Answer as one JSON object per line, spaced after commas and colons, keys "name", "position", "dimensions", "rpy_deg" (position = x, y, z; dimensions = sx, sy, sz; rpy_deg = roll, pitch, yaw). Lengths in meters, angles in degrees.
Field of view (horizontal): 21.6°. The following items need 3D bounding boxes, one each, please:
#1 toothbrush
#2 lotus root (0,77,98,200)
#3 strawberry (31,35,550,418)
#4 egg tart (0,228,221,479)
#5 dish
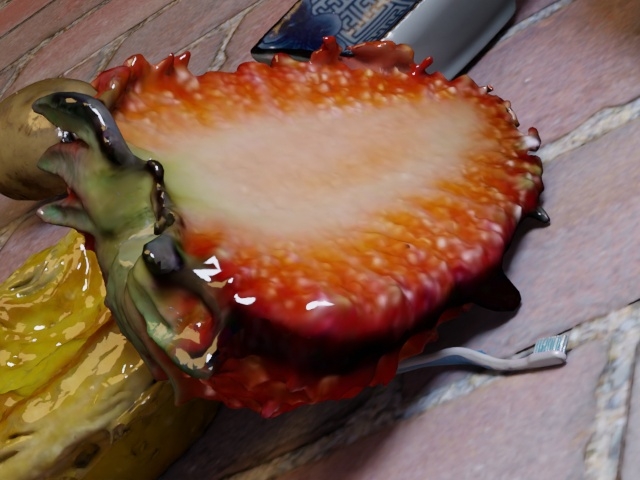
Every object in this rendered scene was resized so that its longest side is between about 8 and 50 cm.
{"name": "toothbrush", "position": [0.071, 0.065, 0.893], "dimensions": [0.162, 0.014, 0.017], "rpy_deg": [-13, 49, 50]}
{"name": "lotus root", "position": [-0.266, -0.095, 1.620], "dimensions": [0.221, 0.125, 0.118], "rpy_deg": [-5, 81, 53]}
{"name": "strawberry", "position": [0.000, 0.000, 0.944], "dimensions": [0.233, 0.306, 0.138], "rpy_deg": [52, 133, 31]}
{"name": "egg tart", "position": [-0.145, 0.084, 1.085], "dimensions": [0.295, 0.116, 0.295], "rpy_deg": [-33, 21, 15]}
{"name": "dish", "position": [0.067, -0.172, 1.264], "dimensions": [0.182, 0.080, 0.243], "rpy_deg": [-45, 20, -11]}
